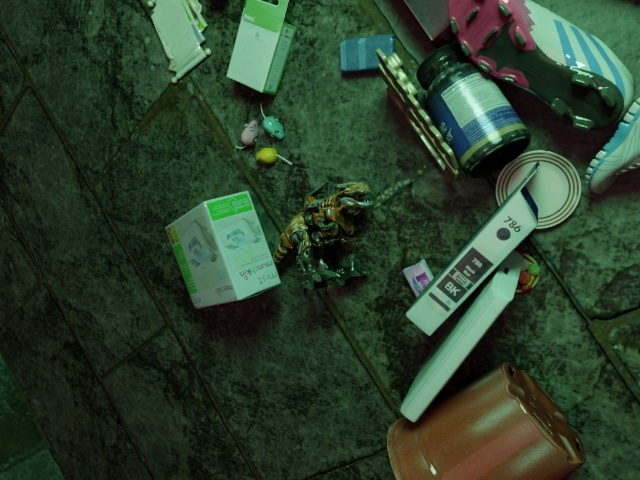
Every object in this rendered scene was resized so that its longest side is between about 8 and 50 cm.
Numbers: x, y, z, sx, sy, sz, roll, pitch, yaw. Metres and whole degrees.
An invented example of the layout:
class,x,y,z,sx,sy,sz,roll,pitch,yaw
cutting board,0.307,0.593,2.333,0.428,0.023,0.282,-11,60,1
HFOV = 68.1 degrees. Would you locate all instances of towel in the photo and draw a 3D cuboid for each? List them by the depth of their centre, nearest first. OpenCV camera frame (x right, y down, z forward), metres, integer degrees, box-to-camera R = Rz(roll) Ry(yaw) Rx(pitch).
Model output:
class,x,y,z,sx,sy,sz,roll,pitch,yaw
towel,0.096,-0.378,0.961,0.119,0.029,0.067,6,104,29

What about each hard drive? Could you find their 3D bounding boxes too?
class,x,y,z,sx,sy,sz,roll,pitch,yaw
hard drive,0.261,0.172,0.872,0.040,0.203,0.308,34,121,14

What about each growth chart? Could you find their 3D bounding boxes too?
class,x,y,z,sx,sy,sz,roll,pitch,yaw
growth chart,-0.352,-0.541,1.184,0.171,0.021,0.237,-17,92,31

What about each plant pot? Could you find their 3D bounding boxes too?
class,x,y,z,sx,sy,sz,roll,pitch,yaw
plant pot,0.315,0.387,0.887,0.272,0.272,0.265,48,112,12

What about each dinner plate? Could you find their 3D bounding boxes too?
class,x,y,z,sx,sy,sz,roll,pitch,yaw
dinner plate,0.394,-0.092,0.862,0.141,0.017,0.141,7,105,29

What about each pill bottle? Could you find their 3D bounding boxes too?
class,x,y,z,sx,sy,sz,roll,pitch,yaw
pill bottle,0.261,-0.231,0.836,0.122,0.122,0.219,-36,69,31

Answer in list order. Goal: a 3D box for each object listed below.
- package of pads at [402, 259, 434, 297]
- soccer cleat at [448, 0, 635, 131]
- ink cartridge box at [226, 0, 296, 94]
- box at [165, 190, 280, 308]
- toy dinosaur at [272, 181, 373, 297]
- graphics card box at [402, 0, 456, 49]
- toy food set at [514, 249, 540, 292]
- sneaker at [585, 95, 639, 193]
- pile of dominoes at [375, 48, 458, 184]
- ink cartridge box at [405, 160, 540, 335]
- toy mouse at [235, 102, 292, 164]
class,x,y,z,sx,sy,sz,roll,pitch,yaw
package of pads,0.215,0.087,0.995,0.050,0.032,0.083,-30,86,31
soccer cleat,0.355,-0.308,0.767,0.331,0.143,0.116,43,147,7
ink cartridge box,-0.125,-0.445,1.052,0.109,0.062,0.209,29,114,21
box,-0.241,0.032,1.147,0.262,0.126,0.231,-17,92,52
toy dinosaur,0.000,0.000,1.059,0.322,0.164,0.219,-46,62,53
graphics card box,0.279,-0.540,0.783,0.370,0.094,0.233,-35,84,29
toy food set,0.374,0.060,0.905,0.083,0.020,0.083,28,113,22
sneaker,0.486,-0.134,0.729,0.083,0.071,0.191,51,152,31
pile of dominoes,0.189,-0.226,0.857,0.040,0.196,0.251,-34,83,9
ink cartridge box,0.290,0.013,0.834,0.065,0.165,0.333,40,115,12
toy mouse,-0.143,-0.254,1.123,0.160,0.031,0.143,7,105,28
